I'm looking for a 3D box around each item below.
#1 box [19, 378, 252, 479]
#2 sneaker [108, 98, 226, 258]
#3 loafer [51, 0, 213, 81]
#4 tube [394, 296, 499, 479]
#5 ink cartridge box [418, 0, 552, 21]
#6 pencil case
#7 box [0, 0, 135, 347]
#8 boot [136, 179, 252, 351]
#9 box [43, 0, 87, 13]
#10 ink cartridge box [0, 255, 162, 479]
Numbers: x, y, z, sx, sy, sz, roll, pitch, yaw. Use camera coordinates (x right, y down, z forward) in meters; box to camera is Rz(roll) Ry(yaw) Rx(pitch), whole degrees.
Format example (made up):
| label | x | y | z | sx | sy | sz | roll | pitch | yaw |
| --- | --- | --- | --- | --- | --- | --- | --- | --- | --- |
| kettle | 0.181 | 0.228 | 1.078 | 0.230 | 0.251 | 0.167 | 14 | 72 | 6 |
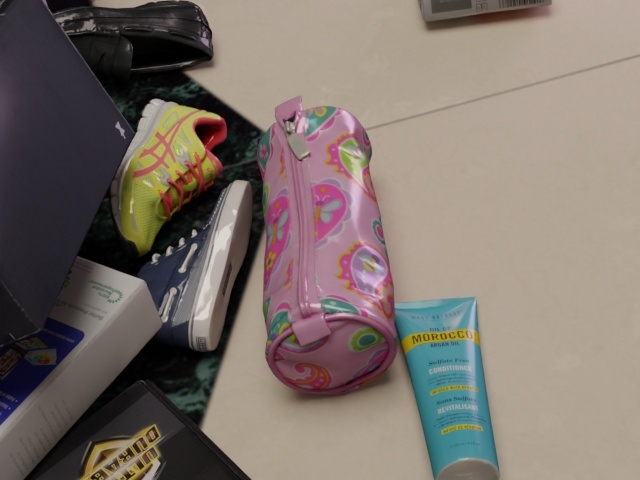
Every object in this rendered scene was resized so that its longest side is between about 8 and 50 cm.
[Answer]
| label | x | y | z | sx | sy | sz | roll | pitch | yaw |
| --- | --- | --- | --- | --- | --- | --- | --- | --- | --- |
| box | -0.158 | 0.289 | 1.051 | 0.295 | 0.073 | 0.293 | -36 | 51 | -21 |
| sneaker | -0.148 | -0.066 | 1.362 | 0.094 | 0.081 | 0.208 | 5 | 49 | 11 |
| loafer | -0.225 | -0.212 | 1.494 | 0.223 | 0.076 | 0.078 | -11 | 55 | -19 |
| tube | 0.110 | 0.124 | 1.174 | 0.080 | 0.052 | 0.207 | -1 | 41 | -6 |
| ink cartridge box | 0.179 | -0.310 | 1.568 | 0.145 | 0.045 | 0.179 | -7 | 29 | 4 |
| pencil case | 0.000 | 0.000 | 1.249 | 0.124 | 0.124 | 0.284 | -7 | 49 | 3 |
| box | -0.363 | -0.024 | 1.165 | 0.312 | 0.179 | 0.343 | -24 | 25 | 18 |
| boot | -0.122 | 0.016 | 1.289 | 0.086 | 0.069 | 0.190 | 6 | 51 | 11 |
| box | -0.458 | -0.280 | 1.537 | 0.294 | 0.183 | 0.296 | 13 | 52 | 18 |
| ink cartridge box | -0.297 | 0.139 | 1.135 | 0.165 | 0.065 | 0.333 | 19 | 51 | 33 |
